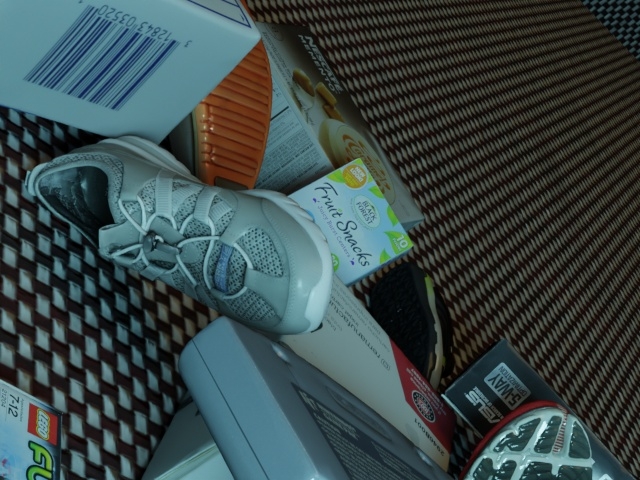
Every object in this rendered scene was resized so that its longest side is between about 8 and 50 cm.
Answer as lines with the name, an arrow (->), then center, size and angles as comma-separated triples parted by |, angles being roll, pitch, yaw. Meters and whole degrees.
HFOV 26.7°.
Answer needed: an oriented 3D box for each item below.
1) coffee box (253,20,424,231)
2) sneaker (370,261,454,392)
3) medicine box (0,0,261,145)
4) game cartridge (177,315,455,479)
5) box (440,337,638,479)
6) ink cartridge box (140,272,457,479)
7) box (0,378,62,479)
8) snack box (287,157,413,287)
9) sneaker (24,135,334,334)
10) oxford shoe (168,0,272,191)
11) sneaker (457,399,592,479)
coffee box -> -0.016, -0.096, 1.382 | 0.247, 0.098, 0.141 | 60, 25, 10
sneaker -> 0.109, 0.110, 1.362 | 0.097, 0.084, 0.235 | 45, 26, -23
medicine box -> -0.232, -0.245, 1.091 | 0.263, 0.149, 0.289 | 14, 38, -55
game cartridge -> 0.035, 0.166, 0.839 | 0.297, 0.062, 0.198 | 40, 5, -42
box -> 0.221, 0.202, 1.243 | 0.242, 0.076, 0.307 | 48, 1, 7
ink cartridge box -> -0.007, 0.167, 1.046 | 0.197, 0.114, 0.273 | 49, 26, -13
box -> -0.206, 0.166, 0.784 | 0.114, 0.036, 0.207 | 36, 31, -36
snack box -> 0.000, 0.000, 1.253 | 0.100, 0.141, 0.037 | 59, -15, 8
sneaker -> -0.110, 0.003, 1.007 | 0.281, 0.105, 0.115 | 23, 23, 38
oxford shoe -> -0.136, -0.192, 1.287 | 0.130, 0.132, 0.364 | 23, 57, -61
sneaker -> 0.128, 0.226, 1.077 | 0.107, 0.279, 0.118 | 10, 32, -13
